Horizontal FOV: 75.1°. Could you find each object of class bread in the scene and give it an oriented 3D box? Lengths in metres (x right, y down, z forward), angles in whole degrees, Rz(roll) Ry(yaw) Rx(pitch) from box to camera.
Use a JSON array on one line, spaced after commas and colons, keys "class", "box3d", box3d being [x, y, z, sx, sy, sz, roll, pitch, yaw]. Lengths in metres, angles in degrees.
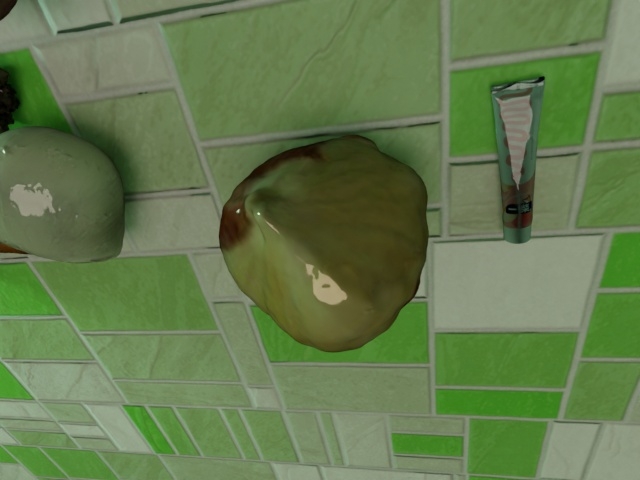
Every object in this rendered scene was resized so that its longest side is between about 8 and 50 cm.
[{"class": "bread", "box3d": [-0.450, -0.186, 0.552, 0.082, 0.060, 0.113, 20, 124, -5]}]

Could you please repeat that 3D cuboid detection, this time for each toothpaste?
[{"class": "toothpaste", "box3d": [0.242, -0.091, 0.511, 0.056, 0.036, 0.205, -6, 120, 16]}]

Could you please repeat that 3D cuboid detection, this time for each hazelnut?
[{"class": "hazelnut", "box3d": [0.000, 0.000, 0.484, 0.261, 0.261, 0.241, -10, 154, 17]}]

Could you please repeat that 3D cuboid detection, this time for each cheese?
[{"class": "cheese", "box3d": [-0.372, -0.061, 0.570, 0.198, 0.154, 0.189, 21, 122, -9]}]

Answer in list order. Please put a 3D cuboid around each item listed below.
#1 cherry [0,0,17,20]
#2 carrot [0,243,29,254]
[{"class": "cherry", "box3d": [-0.368, -0.309, 0.350, 0.285, 0.213, 0.236, 11, 98, -24]}, {"class": "carrot", "box3d": [-0.520, 0.000, 0.698, 0.209, 0.061, 0.061, -1, 125, 14]}]
